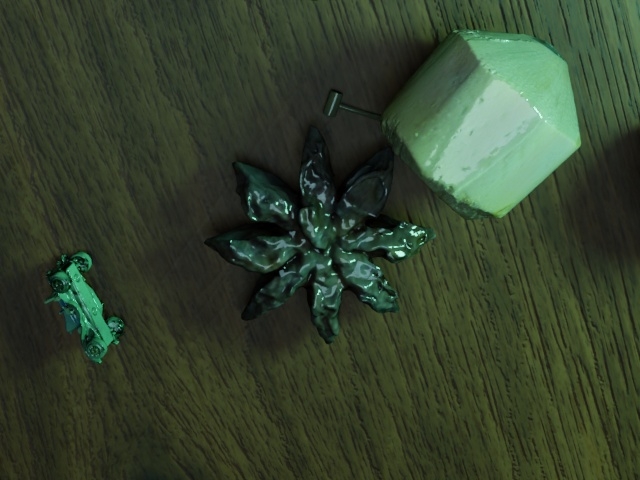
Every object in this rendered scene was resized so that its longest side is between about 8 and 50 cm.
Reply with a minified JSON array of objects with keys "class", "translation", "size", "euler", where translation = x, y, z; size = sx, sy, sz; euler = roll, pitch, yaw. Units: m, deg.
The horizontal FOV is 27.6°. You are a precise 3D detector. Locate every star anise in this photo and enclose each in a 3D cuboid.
[{"class":"star anise","translation":[-0.002,0.001,1.841],"size":[0.331,0.117,0.332],"euler":[0,103,-2]}]

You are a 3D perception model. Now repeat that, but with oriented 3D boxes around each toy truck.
[{"class":"toy truck","translation":[-0.350,0.101,1.878],"size":[0.078,0.080,0.154],"euler":[-16,110,25]}]

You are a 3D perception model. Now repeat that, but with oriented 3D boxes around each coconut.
[{"class":"coconut","translation":[0.226,-0.168,1.741],"size":[0.244,0.239,0.239],"euler":[-44,106,10]}]

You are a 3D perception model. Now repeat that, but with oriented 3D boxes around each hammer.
[{"class":"hammer","translation":[0.061,-0.180,1.836],"size":[0.110,0.019,0.035],"euler":[16,107,-11]}]
